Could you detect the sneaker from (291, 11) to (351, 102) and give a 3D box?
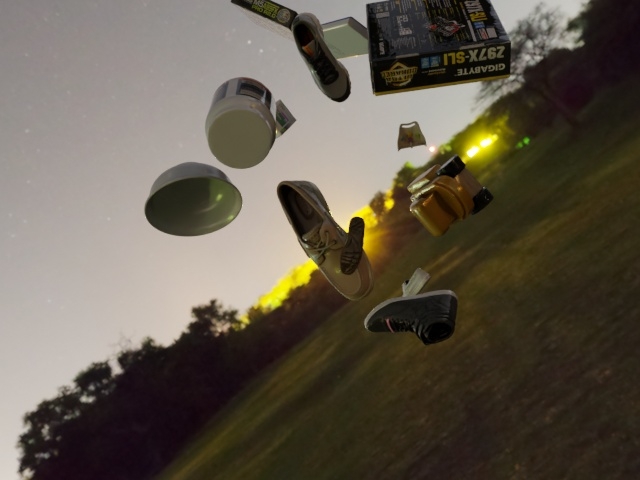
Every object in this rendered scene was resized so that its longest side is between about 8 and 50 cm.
[{"bbox_3d":[-0.006,-0.510,1.738,0.100,0.271,0.108,-26,15,22],"label":"sneaker"}]

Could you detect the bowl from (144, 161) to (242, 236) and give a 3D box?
[{"bbox_3d":[-0.400,-0.150,1.910,0.298,0.134,0.297,-11,-32,-7],"label":"bowl"}]

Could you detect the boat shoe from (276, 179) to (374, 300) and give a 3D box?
[{"bbox_3d":[0.000,0.000,1.471,0.122,0.341,0.110,-42,-19,21],"label":"boat shoe"}]

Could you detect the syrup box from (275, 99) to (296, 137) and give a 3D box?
[{"bbox_3d":[-0.199,-0.402,2.178,0.237,0.093,0.096,-14,32,54],"label":"syrup box"}]

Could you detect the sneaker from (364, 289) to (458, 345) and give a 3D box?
[{"bbox_3d":[0.265,0.245,1.812,0.296,0.104,0.146,-18,32,18],"label":"sneaker"}]

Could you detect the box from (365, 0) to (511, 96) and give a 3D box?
[{"bbox_3d":[0.224,-0.412,1.241,0.257,0.079,0.322,-5,39,6],"label":"box"}]

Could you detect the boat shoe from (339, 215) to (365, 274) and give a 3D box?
[{"bbox_3d":[0.077,0.013,1.403,0.045,0.050,0.135,26,-101,-79],"label":"boat shoe"}]

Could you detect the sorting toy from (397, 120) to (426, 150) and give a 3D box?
[{"bbox_3d":[0.257,-0.303,1.758,0.083,0.075,0.045,-9,30,6],"label":"sorting toy"}]

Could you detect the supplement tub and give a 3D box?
[{"bbox_3d":[-0.217,-0.327,1.695,0.191,0.191,0.272,-42,24,19],"label":"supplement tub"}]

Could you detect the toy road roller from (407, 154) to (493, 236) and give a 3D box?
[{"bbox_3d":[0.400,-0.124,2.108,0.240,0.202,0.329,-43,4,-21],"label":"toy road roller"}]

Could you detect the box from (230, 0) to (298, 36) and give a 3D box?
[{"bbox_3d":[-0.154,-0.743,2.053,0.060,0.216,0.270,-65,-10,9],"label":"box"}]

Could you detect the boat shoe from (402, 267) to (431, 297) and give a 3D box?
[{"bbox_3d":[0.317,0.161,2.138,0.066,0.063,0.184,-36,-17,-33],"label":"boat shoe"}]

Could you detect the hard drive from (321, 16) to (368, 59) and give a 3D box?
[{"bbox_3d":[0.093,-0.834,2.548,0.319,0.210,0.040,12,80,53],"label":"hard drive"}]
